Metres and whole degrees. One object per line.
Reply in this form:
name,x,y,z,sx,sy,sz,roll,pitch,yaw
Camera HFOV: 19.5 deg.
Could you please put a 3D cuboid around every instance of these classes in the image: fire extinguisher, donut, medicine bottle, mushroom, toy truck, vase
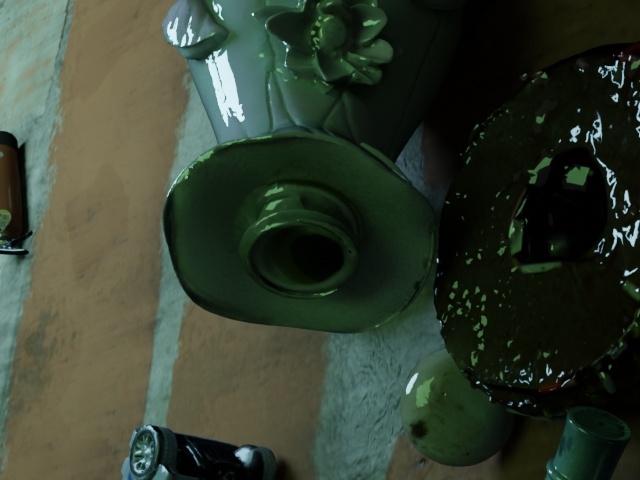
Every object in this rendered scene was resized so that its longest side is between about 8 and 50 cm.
fire extinguisher,-0.357,-0.046,2.101,0.062,0.050,0.177,-16,51,5
donut,0.182,-0.005,1.235,0.269,0.103,0.270,-28,52,44
medicine bottle,0.143,0.205,1.183,0.090,0.053,0.208,49,127,54
mushroom,0.098,0.118,1.328,0.079,0.085,0.085,82,-153,-86
toy truck,-0.076,0.262,1.444,0.268,0.124,0.155,41,112,54
vase,-0.003,-0.131,1.404,0.250,0.250,0.445,-44,26,34
